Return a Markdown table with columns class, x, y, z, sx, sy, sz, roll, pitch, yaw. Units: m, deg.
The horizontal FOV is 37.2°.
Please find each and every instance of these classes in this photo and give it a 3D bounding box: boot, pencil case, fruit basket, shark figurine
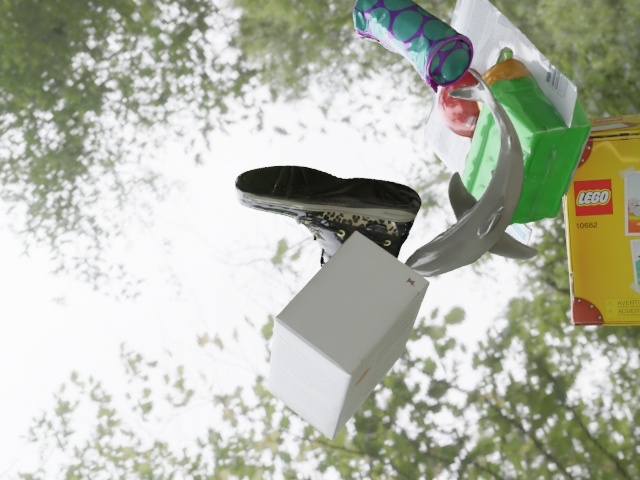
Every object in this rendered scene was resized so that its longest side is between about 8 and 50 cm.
| class | x | y | z | sx | sy | sz | roll | pitch | yaw |
| --- | --- | --- | --- | --- | --- | --- | --- | --- | --- |
| boot | 0.001 | 0.001 | 1.236 | 0.236 | 0.178 | 0.085 | 7 | -144 | -2 |
| pencil case | 0.103 | -0.231 | 1.081 | 0.152 | 0.070 | 0.064 | 44 | -173 | 40 |
| fruit basket | 0.292 | -0.206 | 1.566 | 0.165 | 0.327 | 0.353 | -5 | -138 | -18 |
| shark figurine | 0.213 | -0.066 | 1.192 | 0.116 | 0.166 | 0.278 | -42 | -33 | -75 |

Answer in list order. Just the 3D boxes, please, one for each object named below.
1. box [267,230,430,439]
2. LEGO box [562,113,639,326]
| class | x | y | z | sx | sy | sz | roll | pitch | yaw |
| --- | --- | --- | --- | --- | --- | --- | --- | --- | --- |
| box | 0.023 | 0.097 | 0.946 | 0.091 | 0.170 | 0.130 | 35 | -119 | 16 |
| LEGO box | 0.708 | -0.049 | 1.757 | 0.193 | 0.500 | 0.372 | -42 | -52 | -66 |
